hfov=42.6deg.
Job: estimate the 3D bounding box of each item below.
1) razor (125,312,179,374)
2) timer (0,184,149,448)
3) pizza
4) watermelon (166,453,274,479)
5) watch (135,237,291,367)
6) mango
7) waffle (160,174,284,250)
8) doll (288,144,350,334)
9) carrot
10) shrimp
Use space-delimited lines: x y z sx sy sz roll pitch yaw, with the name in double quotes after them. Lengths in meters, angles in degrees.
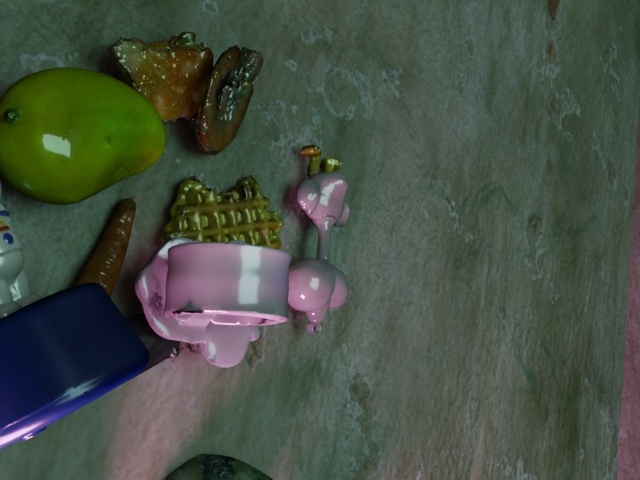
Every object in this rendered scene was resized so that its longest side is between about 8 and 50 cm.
-0.286 0.162 1.269 0.148 0.054 0.090 -22 99 -54 "razor"
-0.415 0.052 1.029 0.270 0.270 0.383 -27 90 -47 "timer"
-0.265 -0.266 1.349 0.226 0.069 0.147 -21 119 -50 "pizza"
-0.166 0.475 1.302 0.260 0.256 0.176 -5 133 -57 "watermelon"
-0.135 0.086 1.257 0.248 0.217 0.211 15 75 -43 "watch"
-0.349 -0.157 1.173 0.273 0.149 0.185 -39 107 -51 "mango"
-0.166 -0.003 1.436 0.291 0.051 0.291 7 81 -50 "waffle"
0.001 0.000 1.596 0.160 0.094 0.365 24 68 -53 "doll"
-0.324 0.020 1.251 0.061 0.061 0.209 42 52 -38 "carrot"
-0.164 -0.262 1.425 0.173 0.058 0.253 80 24 -62 "shrimp"
